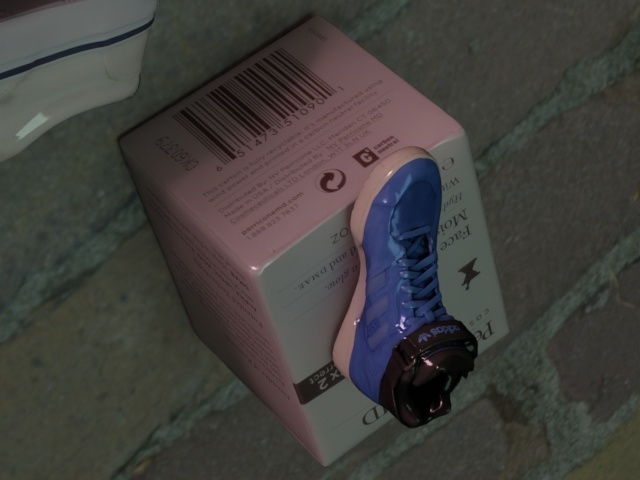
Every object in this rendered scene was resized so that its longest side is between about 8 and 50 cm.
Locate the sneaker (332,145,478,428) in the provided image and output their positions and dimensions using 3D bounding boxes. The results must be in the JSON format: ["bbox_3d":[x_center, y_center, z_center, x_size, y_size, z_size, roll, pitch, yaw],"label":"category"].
[{"bbox_3d":[0.054,0.030,0.977,0.058,0.084,0.152,-10,126,-35],"label":"sneaker"}]

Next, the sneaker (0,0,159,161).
[{"bbox_3d":[-0.189,-0.074,0.909,0.258,0.094,0.091,-19,127,-31],"label":"sneaker"}]

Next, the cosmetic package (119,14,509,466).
[{"bbox_3d":[0.000,0.000,1.089,0.151,0.151,0.184,-35,137,-15],"label":"cosmetic package"}]
